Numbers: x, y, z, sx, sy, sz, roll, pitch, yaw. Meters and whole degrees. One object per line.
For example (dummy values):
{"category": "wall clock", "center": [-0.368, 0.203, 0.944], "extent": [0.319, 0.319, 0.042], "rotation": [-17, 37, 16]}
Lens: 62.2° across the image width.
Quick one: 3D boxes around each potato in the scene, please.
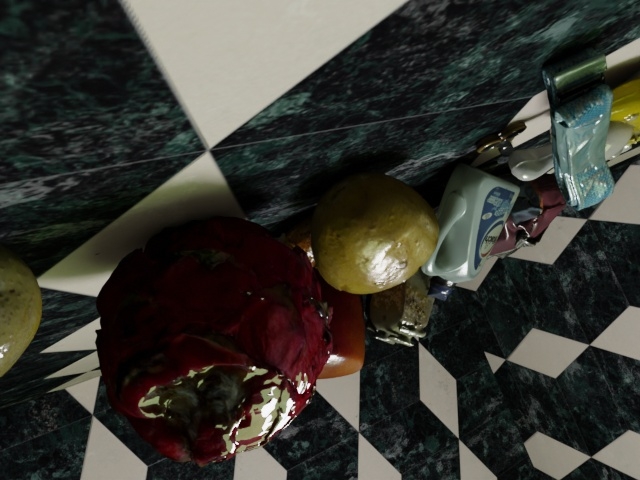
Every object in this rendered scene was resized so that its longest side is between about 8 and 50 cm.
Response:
{"category": "potato", "center": [0.062, -0.025, 0.787], "extent": [0.203, 0.178, 0.158], "rotation": [-10, 158, 19]}
{"category": "potato", "center": [-0.350, 0.073, 0.479], "extent": [0.194, 0.157, 0.157], "rotation": [-12, 179, 42]}

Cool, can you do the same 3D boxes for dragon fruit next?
{"category": "dragon fruit", "center": [-0.138, 0.123, 0.704], "extent": [0.329, 0.329, 0.329], "rotation": [-21, 171, -4]}

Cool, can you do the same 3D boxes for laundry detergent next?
{"category": "laundry detergent", "center": [0.279, -0.005, 1.067], "extent": [0.214, 0.105, 0.281], "rotation": [5, 114, -52]}

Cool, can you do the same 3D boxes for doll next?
{"category": "doll", "center": [0.459, -0.187, 0.877], "extent": [0.237, 0.111, 0.252], "rotation": [-12, 161, -49]}

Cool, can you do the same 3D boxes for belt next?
{"category": "belt", "center": [0.357, -0.138, 0.725], "extent": [0.072, 0.087, 0.302], "rotation": [-19, 148, 19]}

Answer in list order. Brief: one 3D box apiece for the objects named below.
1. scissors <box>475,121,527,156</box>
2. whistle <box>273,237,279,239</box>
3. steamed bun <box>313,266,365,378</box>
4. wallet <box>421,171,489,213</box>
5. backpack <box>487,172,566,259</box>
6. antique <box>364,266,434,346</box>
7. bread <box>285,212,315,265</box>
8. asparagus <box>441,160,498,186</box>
{"category": "scissors", "center": [0.337, -0.174, 0.972], "extent": [0.088, 0.017, 0.220], "rotation": [-29, 169, 21]}
{"category": "whistle", "center": [-0.053, 0.015, 1.103], "extent": [0.039, 0.039, 0.186], "rotation": [-25, 170, 19]}
{"category": "steamed bun", "center": [-0.068, 0.178, 1.146], "extent": [0.379, 0.235, 0.248], "rotation": [10, 156, -22]}
{"category": "wallet", "center": [0.273, -0.084, 1.251], "extent": [0.182, 0.049, 0.229], "rotation": [-20, 173, -27]}
{"category": "backpack", "center": [0.481, -0.065, 1.363], "extent": [0.317, 0.197, 0.283], "rotation": [-17, 168, -33]}
{"category": "antique", "center": [0.183, 0.087, 1.179], "extent": [0.150, 0.284, 0.125], "rotation": [25, 158, -29]}
{"category": "bread", "center": [0.000, 0.000, 0.977], "extent": [0.193, 0.064, 0.193], "rotation": [-30, 166, -9]}
{"category": "asparagus", "center": [0.311, -0.140, 1.110], "extent": [0.127, 0.018, 0.015], "rotation": [-22, 136, -1]}
